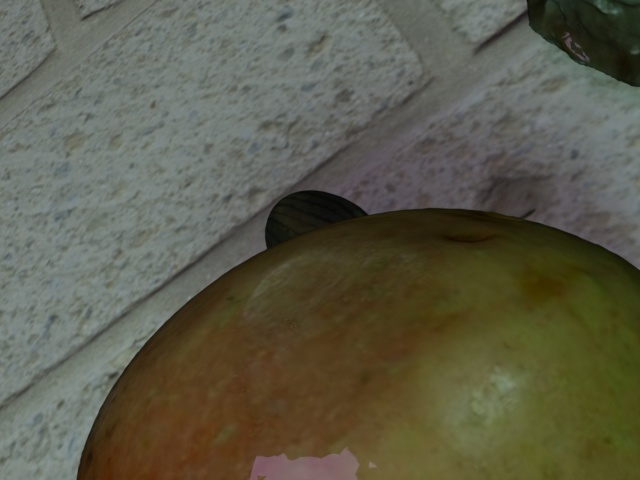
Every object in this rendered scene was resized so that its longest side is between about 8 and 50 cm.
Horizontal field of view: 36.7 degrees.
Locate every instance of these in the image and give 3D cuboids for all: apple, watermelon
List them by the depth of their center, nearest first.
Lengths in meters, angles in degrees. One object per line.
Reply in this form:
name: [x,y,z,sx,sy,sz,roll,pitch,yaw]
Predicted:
apple: [0.049,0.151,0.485,0.338,0.338,0.305,22,38,40]
watermelon: [0.000,0.000,0.769,0.110,0.078,0.078,29,81,43]

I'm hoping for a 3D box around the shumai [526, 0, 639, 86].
shumai: [0.252,-0.285,0.649,0.304,0.263,0.309,14,72,36]
